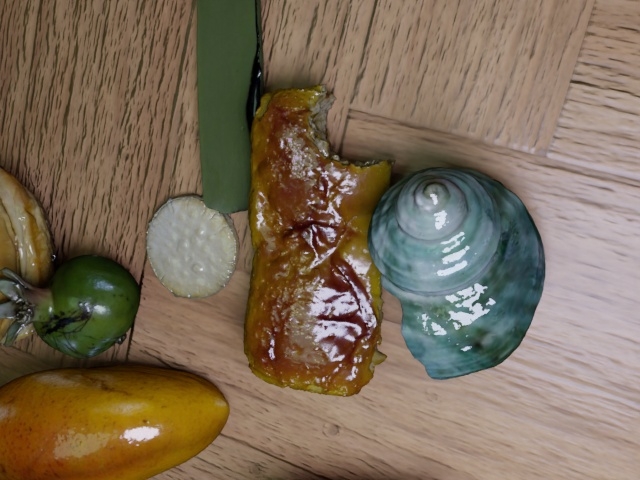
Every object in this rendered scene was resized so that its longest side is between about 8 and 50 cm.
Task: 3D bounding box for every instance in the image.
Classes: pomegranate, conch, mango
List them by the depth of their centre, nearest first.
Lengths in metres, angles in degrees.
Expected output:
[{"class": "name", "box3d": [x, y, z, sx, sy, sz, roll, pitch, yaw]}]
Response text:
[{"class": "conch", "box3d": [0.146, 0.019, 0.756, 0.195, 0.277, 0.220, 25, 66, 30]}, {"class": "pomegranate", "box3d": [-0.348, 0.090, 0.935, 0.152, 0.191, 0.131, -48, 54, 19]}, {"class": "mango", "box3d": [-0.299, 0.266, 0.954, 0.350, 0.199, 0.201, -6, 124, 7]}]

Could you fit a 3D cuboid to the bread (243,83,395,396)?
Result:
[{"class": "bread", "box3d": [0.000, 0.000, 0.846, 0.185, 0.109, 0.380, 4, 97, 19]}]

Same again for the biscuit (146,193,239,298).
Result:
[{"class": "biscuit", "box3d": [-0.181, 0.010, 0.955, 0.152, 0.020, 0.152, 3, 98, 19]}]

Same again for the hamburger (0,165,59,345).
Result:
[{"class": "hamburger", "box3d": [-0.543, 0.029, 1.012, 0.304, 0.174, 0.284, -1, 108, 26]}]

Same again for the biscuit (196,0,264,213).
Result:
[{"class": "biscuit", "box3d": [-0.116, -0.196, 0.896, 0.099, 0.038, 0.322, 2, 98, 22]}]
